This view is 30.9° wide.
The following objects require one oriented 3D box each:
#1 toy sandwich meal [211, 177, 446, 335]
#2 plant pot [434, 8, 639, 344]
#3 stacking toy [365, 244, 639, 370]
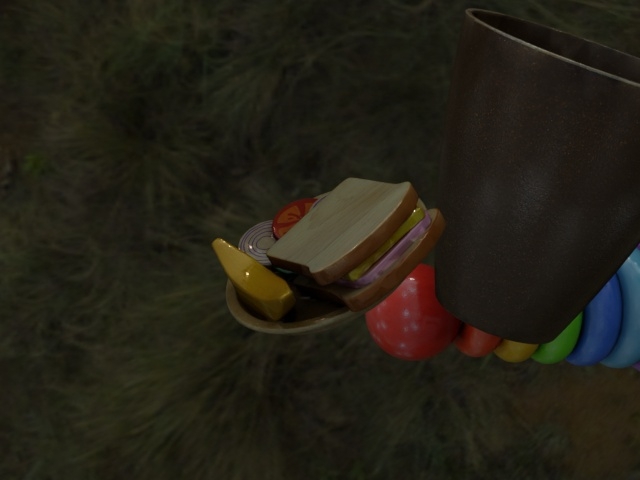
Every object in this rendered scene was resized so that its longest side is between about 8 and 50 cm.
[{"bbox_3d":[0.000,0.000,0.397,0.086,0.085,0.029,-11,126,25],"label":"toy sandwich meal"},{"bbox_3d":[0.180,-0.042,0.934,0.215,0.215,0.230,25,110,20],"label":"plant pot"},{"bbox_3d":[0.204,0.062,1.074,0.330,0.141,0.141,-1,97,-15],"label":"stacking toy"}]
